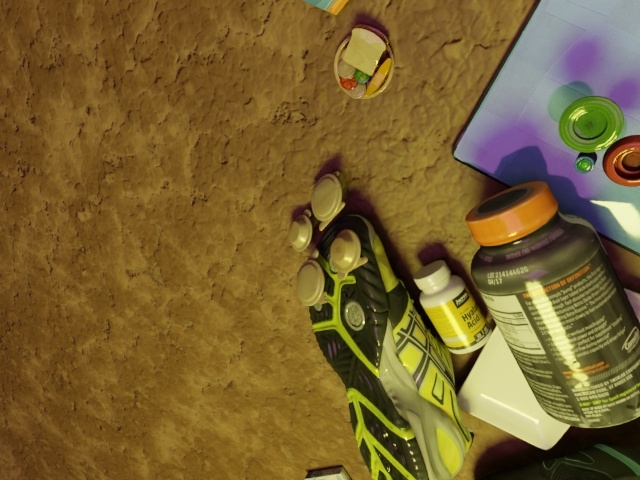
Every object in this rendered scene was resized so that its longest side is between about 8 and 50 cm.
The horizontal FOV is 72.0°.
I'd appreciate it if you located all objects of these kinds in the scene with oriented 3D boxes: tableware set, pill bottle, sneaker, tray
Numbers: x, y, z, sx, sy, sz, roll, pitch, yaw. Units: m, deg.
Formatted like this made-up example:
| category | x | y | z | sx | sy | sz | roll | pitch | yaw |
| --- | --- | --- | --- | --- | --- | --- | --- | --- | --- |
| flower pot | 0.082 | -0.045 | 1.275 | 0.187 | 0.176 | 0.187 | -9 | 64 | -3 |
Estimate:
| category | x | y | z | sx | sy | sz | roll | pitch | yaw |
| --- | --- | --- | --- | --- | --- | --- | --- | --- | --- |
| tableware set | 0.000 | 0.000 | 0.597 | 0.141 | 0.020 | 0.169 | -42 | 52 | 41 |
| pill bottle | 0.249 | 0.061 | 0.473 | 0.130 | 0.130 | 0.246 | -25 | 100 | 30 |
| sneaker | 0.096 | 0.149 | 0.621 | 0.145 | 0.147 | 0.385 | -19 | 86 | 53 |
| sneaker | 0.353 | 0.350 | 0.590 | 0.125 | 0.139 | 0.341 | 58 | 144 | 9 |
| pill bottle | 0.174 | 0.087 | 0.590 | 0.065 | 0.065 | 0.116 | -28 | 99 | 31 |
| tray | 0.296 | 0.154 | 0.586 | 0.145 | 0.030 | 0.270 | 23 | 119 | 13 |

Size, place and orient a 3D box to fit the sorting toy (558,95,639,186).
| category | x | y | z | sx | sy | sz | roll | pitch | yaw |
| --- | --- | --- | --- | --- | --- | --- | --- | --- | --- |
| sorting toy | 0.271 | -0.092 | 0.416 | 0.102 | 0.042 | 0.061 | 47 | 134 | 5 |

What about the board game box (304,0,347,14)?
| category | x | y | z | sx | sy | sz | roll | pitch | yaw |
| --- | --- | --- | --- | --- | --- | --- | --- | --- | --- |
| board game box | 0.037 | -0.332 | 0.384 | 0.281 | 0.145 | 0.027 | -31 | 60 | 49 |

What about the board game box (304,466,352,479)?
| category | x | y | z | sx | sy | sz | roll | pitch | yaw |
| --- | --- | --- | --- | --- | --- | --- | --- | --- | --- |
| board game box | 0.029 | 0.485 | 0.854 | 0.090 | 0.020 | 0.090 | -26 | 99 | 31 |

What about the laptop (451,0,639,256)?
| category | x | y | z | sx | sy | sz | roll | pitch | yaw |
| --- | --- | --- | --- | --- | --- | --- | --- | --- | --- |
| laptop | 0.357 | -0.135 | 0.321 | 0.382 | 0.408 | 0.236 | 30 | 87 | 9 |

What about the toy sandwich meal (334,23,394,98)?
| category | x | y | z | sx | sy | sz | roll | pitch | yaw |
| --- | --- | --- | --- | --- | --- | --- | --- | --- | --- |
| toy sandwich meal | 0.051 | -0.214 | 0.534 | 0.085 | 0.029 | 0.086 | 9 | 115 | 20 |
